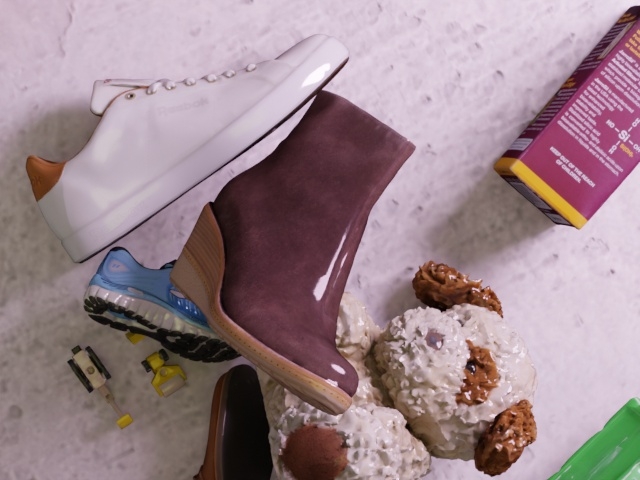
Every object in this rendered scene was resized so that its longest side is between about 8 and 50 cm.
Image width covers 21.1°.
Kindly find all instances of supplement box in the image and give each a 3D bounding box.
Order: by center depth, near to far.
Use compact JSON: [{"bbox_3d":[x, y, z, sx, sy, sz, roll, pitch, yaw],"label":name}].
[{"bbox_3d":[0.240,-0.105,1.445,0.081,0.104,0.188,41,91,-4],"label":"supplement box"}]

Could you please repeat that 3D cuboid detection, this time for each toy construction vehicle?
[{"bbox_3d":[-0.168,0.101,1.478,0.086,0.035,0.098,-37,96,-11],"label":"toy construction vehicle"}]

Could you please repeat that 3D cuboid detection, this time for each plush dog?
[{"bbox_3d":[0.068,0.130,1.415,0.225,0.262,0.211,-13,138,-1],"label":"plush dog"}]

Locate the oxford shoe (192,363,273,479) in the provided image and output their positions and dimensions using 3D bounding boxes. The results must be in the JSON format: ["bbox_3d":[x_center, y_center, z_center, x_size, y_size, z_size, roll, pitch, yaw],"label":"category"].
[{"bbox_3d":[-0.088,0.211,1.470,0.076,0.076,0.212,-1,81,37],"label":"oxford shoe"}]

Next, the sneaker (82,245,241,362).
[{"bbox_3d":[-0.116,0.051,1.450,0.162,0.063,0.073,26,62,-26],"label":"sneaker"}]

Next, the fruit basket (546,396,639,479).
[{"bbox_3d":[0.326,0.321,1.443,0.327,0.165,0.353,-43,97,0],"label":"fruit basket"}]

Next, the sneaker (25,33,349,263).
[{"bbox_3d":[-0.116,-0.108,1.430,0.290,0.106,0.123,-34,91,-2],"label":"sneaker"}]

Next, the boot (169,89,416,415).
[{"bbox_3d":[0.000,0.000,1.311,0.207,0.248,0.090,-49,132,-1],"label":"boot"}]
